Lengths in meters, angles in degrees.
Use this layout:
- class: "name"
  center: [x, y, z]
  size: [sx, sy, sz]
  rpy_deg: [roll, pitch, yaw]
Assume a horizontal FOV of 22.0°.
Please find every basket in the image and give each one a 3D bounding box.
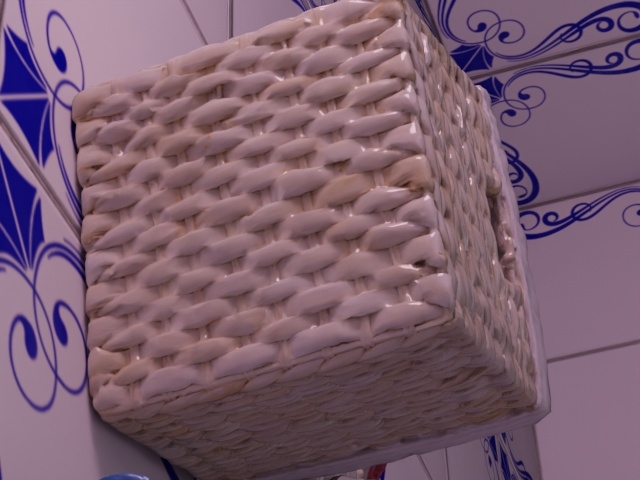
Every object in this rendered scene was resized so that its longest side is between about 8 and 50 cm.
- class: "basket"
  center: [-0.015, 0.008, 1.394]
  size: [0.266, 0.331, 0.328]
  rpy_deg: [42, 36, -59]

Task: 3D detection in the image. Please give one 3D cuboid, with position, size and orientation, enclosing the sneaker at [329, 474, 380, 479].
- class: "sneaker"
  center: [0.136, 0.330, 1.502]
  size: [0.447, 0.257, 0.169]
  rpy_deg: [-98, -179, -76]

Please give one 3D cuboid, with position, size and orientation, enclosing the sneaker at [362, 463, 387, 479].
- class: "sneaker"
  center: [0.029, 0.161, 1.916]
  size: [0.121, 0.112, 0.299]
  rpy_deg: [-49, 138, -63]

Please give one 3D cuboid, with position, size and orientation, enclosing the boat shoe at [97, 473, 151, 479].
- class: "boat shoe"
  center: [-0.146, 0.284, 1.077]
  size: [0.089, 0.109, 0.258]
  rpy_deg: [68, 30, -62]

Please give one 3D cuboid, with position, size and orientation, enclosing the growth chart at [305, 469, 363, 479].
- class: "growth chart"
  center: [0.017, 0.237, 1.728]
  size: [0.237, 0.021, 0.172]
  rpy_deg: [75, 20, -47]
